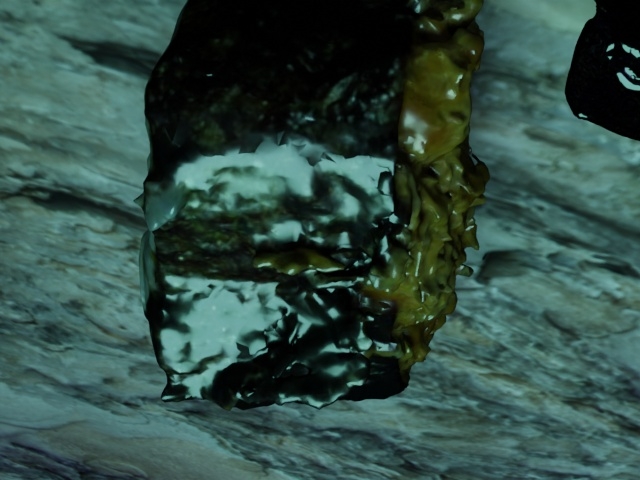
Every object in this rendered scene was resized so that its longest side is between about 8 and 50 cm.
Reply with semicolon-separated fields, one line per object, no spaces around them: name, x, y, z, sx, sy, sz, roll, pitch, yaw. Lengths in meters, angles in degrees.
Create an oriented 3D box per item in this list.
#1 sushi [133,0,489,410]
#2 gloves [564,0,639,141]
sushi;0.000;0.000;0.749;0.207;0.234;0.348;6;147;9
gloves;0.229;-0.140;0.601;0.164;0.124;0.203;-1;153;-12
